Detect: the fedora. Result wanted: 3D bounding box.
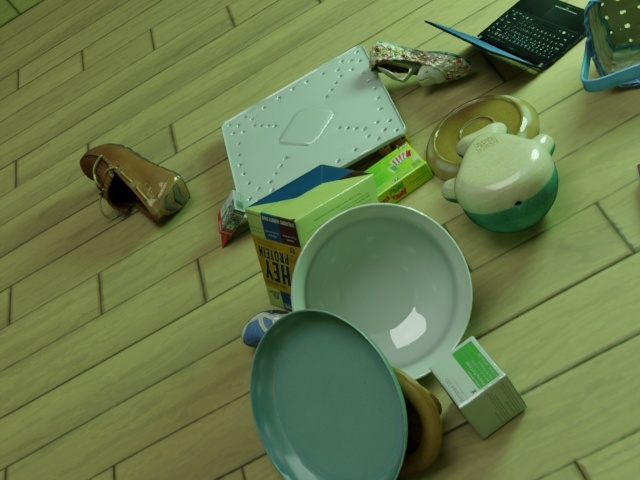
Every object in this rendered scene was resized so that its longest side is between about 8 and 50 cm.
[{"bbox_3d":[0.122,0.267,1.470,0.194,0.194,0.079,9,20,41],"label":"fedora"}]

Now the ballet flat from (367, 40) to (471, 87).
[{"bbox_3d":[0.208,-0.371,2.057,0.241,0.091,0.077,17,74,31],"label":"ballet flat"}]

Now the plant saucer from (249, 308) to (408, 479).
[{"bbox_3d":[0.015,0.259,1.474,0.318,0.317,0.044,8,13,40],"label":"plant saucer"}]

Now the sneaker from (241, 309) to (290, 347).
[{"bbox_3d":[-0.060,0.178,1.717,0.211,0.080,0.081,-6,45,33],"label":"sneaker"}]

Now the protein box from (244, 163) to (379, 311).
[{"bbox_3d":[0.000,0.000,1.710,0.200,0.201,0.136,-33,32,-34],"label":"protein box"}]

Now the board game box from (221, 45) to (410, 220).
[{"bbox_3d":[-0.022,-0.238,2.126,0.390,0.050,0.390,-29,39,9],"label":"board game box"}]

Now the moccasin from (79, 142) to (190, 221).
[{"bbox_3d":[-0.472,-0.130,2.287,0.380,0.139,0.147,28,61,38],"label":"moccasin"}]

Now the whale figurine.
[{"bbox_3d":[0.324,-0.113,1.699,0.216,0.141,0.272,-28,28,8],"label":"whale figurine"}]

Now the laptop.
[{"bbox_3d":[0.398,-0.458,1.975,0.264,0.136,0.234,-40,40,-5],"label":"laptop"}]

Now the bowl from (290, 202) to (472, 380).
[{"bbox_3d":[0.097,0.092,1.596,0.298,0.298,0.134,-39,-3,-4],"label":"bowl"}]

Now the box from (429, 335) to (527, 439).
[{"bbox_3d":[0.238,0.223,1.442,0.087,0.102,0.101,-37,40,1],"label":"box"}]

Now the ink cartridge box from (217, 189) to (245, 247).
[{"bbox_3d":[-0.198,-0.045,2.029,0.115,0.029,0.062,-54,32,34],"label":"ink cartridge box"}]

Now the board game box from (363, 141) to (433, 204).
[{"bbox_3d":[0.125,-0.111,1.899,0.181,0.043,0.092,-35,39,1],"label":"board game box"}]

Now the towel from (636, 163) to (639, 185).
[{"bbox_3d":[0.677,-0.079,1.483,0.329,0.037,0.237,-17,45,24],"label":"towel"}]

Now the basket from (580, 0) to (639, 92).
[{"bbox_3d":[0.589,-0.372,1.700,0.255,0.201,0.289,-15,34,22],"label":"basket"}]

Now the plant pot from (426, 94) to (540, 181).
[{"bbox_3d":[0.312,-0.209,1.872,0.236,0.032,0.236,-20,41,19],"label":"plant pot"}]
